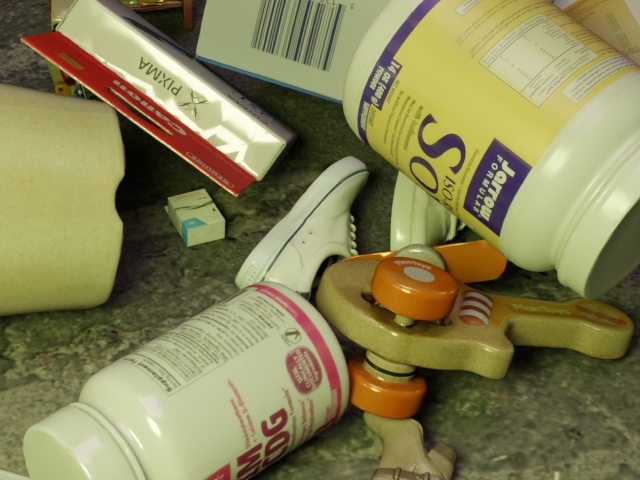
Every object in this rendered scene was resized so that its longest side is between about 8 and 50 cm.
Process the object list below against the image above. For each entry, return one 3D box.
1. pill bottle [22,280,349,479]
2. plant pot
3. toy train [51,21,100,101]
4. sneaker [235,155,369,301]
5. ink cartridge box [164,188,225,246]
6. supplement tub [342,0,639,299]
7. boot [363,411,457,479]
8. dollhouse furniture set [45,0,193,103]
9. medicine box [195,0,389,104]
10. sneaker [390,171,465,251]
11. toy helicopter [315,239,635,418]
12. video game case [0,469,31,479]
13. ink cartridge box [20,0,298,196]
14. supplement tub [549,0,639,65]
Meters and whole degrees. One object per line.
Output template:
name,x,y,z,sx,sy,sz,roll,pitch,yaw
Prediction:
pill bottle,-0.123,0.166,1.393,0.283,0.160,0.160,-30,48,-33
plant pot,-0.372,-0.044,1.558,0.305,0.334,0.334,2,37,-19
toy train,-0.302,-0.209,1.830,0.036,0.027,0.158,-16,58,-12
sneaker,0.000,0.000,1.685,0.091,0.094,0.258,36,46,5
ink cartridge box,-0.149,-0.032,1.749,0.048,0.028,0.083,-14,41,-20
supplement tub,0.213,-0.118,1.551,0.331,0.241,0.241,41,51,22
boot,0.073,0.214,1.439,0.118,0.042,0.087,23,45,25
dollhouse furniture set,-0.263,-0.273,1.990,0.201,0.152,0.374,-4,56,-8
medicine box,0.032,-0.263,1.868,0.263,0.149,0.289,19,13,20
sneaker,0.182,-0.059,1.737,0.169,0.108,0.292,9,37,13
toy helicopter,0.161,0.075,1.555,0.355,0.140,0.235,6,22,-22
video game case,-0.407,0.269,1.358,0.227,0.026,0.206,13,39,12
ink cartridge box,-0.173,-0.175,1.715,0.296,0.066,0.261,36,11,0
supplement tub,0.373,-0.176,1.798,0.228,0.228,0.316,-3,39,-7
